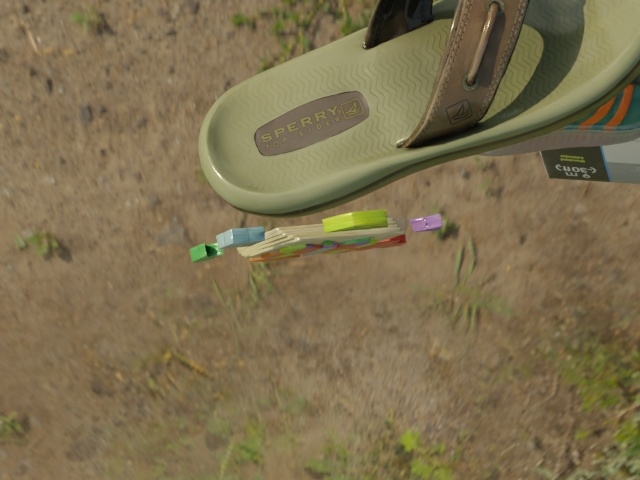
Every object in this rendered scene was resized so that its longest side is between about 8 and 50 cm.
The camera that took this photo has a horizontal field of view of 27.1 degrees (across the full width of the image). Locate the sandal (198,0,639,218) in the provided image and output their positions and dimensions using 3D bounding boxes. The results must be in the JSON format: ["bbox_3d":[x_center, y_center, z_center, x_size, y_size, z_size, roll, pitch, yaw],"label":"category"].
[{"bbox_3d":[0.067,-0.106,0.742,0.303,0.086,0.120,-27,59,2],"label":"sandal"}]

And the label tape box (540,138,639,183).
[{"bbox_3d":[0.420,-0.144,1.740,0.249,0.348,0.115,5,65,22],"label":"label tape box"}]

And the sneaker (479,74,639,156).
[{"bbox_3d":[0.262,-0.168,1.330,0.302,0.121,0.108,-14,51,-29],"label":"sneaker"}]

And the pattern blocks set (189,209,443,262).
[{"bbox_3d":[0.000,0.000,1.697,0.325,0.285,0.026,-6,83,-19],"label":"pattern blocks set"}]
